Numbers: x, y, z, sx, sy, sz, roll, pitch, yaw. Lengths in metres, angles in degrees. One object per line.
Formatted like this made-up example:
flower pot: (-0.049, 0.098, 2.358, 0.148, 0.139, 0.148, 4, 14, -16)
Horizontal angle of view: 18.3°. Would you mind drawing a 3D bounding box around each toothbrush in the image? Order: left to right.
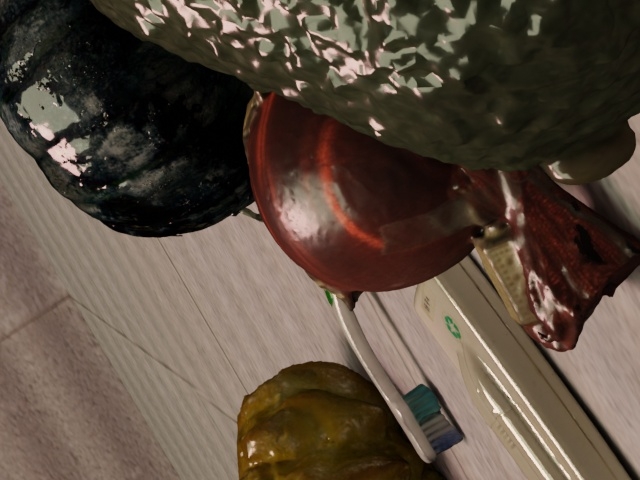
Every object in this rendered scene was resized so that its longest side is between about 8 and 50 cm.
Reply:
toothbrush: (-0.004, 0.003, 1.647, 0.418, 0.040, 0.042, 58, 174, -5)

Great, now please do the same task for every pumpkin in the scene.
pumpkin: (-0.111, -0.113, 1.269, 0.233, 0.163, 0.233, 46, -158, -25)

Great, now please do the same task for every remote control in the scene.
remote control: (0.139, 0.114, 1.367, 0.230, 0.049, 0.090, 55, 165, 15)

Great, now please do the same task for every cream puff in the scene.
cream puff: (0.006, 0.236, 1.820, 0.244, 0.196, 0.244, 53, 165, 21)

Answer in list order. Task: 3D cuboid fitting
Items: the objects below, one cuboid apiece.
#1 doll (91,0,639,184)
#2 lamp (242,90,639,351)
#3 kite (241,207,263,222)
doll: (0.018, -0.160, 0.810, 0.349, 0.247, 0.247, 39, 159, 36)
lamp: (0.050, -0.030, 1.129, 0.215, 0.151, 0.223, 57, 166, -19)
kite: (-0.120, -0.055, 1.661, 0.250, 0.229, 0.012, 26, 111, 38)
